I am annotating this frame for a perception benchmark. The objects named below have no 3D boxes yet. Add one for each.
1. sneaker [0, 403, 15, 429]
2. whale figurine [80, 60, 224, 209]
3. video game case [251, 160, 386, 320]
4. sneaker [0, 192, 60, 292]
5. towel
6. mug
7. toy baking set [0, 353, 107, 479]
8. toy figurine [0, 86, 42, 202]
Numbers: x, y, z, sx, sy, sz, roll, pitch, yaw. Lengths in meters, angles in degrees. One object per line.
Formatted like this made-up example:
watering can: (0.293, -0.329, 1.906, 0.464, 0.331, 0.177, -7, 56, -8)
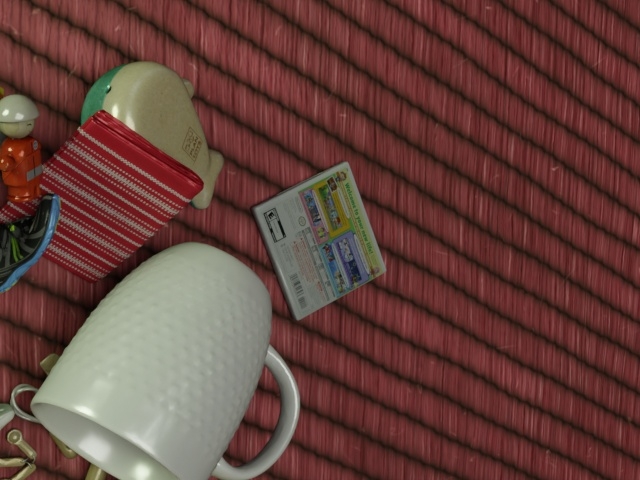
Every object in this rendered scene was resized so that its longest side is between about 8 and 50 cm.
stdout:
sneaker: (-0.513, 0.298, 1.740, 0.152, 0.053, 0.061, -36, 118, -13)
whale figurine: (-0.256, -0.152, 1.793, 0.272, 0.141, 0.216, 44, 55, -50)
video game case: (0.000, 0.000, 2.003, 0.193, 0.023, 0.212, -28, 108, -23)
sneaker: (-0.437, 0.000, 1.692, 0.078, 0.067, 0.188, 37, 117, -20)
towel: (-0.324, -0.057, 1.712, 0.199, 0.031, 0.275, 34, 124, -28)
mug: (-0.190, 0.208, 1.772, 0.374, 0.276, 0.328, 41, 63, -21)
toy baking set: (-0.405, 0.314, 1.810, 0.196, 0.030, 0.256, 26, 84, -29)
toy figurine: (-0.494, -0.134, 1.598, 0.213, 0.209, 0.148, -12, 114, -27)
